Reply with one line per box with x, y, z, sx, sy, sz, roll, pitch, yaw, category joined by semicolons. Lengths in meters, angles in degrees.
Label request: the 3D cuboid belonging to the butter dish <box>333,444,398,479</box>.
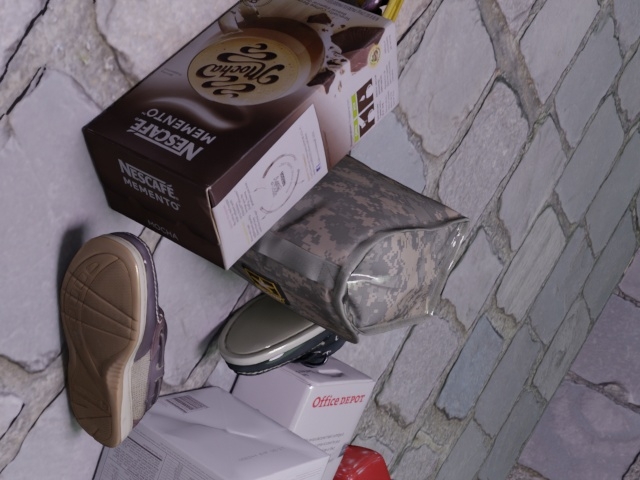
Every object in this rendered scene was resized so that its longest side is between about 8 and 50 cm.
0.034;0.367;1.838;0.160;0.160;0.118;-21;108;-53;butter dish

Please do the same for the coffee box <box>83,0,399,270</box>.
-0.072;-0.129;1.184;0.297;0.168;0.118;-46;148;-30;coffee box

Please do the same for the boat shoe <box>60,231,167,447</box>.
-0.210;0.097;1.223;0.092;0.103;0.285;-40;148;-46;boat shoe

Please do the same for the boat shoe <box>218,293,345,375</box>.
-0.011;0.112;1.537;0.340;0.127;0.113;-41;134;-51;boat shoe

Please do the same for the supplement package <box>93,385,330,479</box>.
-0.155;0.348;1.411;0.199;0.198;0.262;-1;114;-57;supplement package

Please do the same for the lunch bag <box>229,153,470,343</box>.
0.000;0.000;1.340;0.287;0.235;0.169;-7;122;-58;lunch bag

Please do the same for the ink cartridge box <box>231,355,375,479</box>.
-0.058;0.295;1.623;0.198;0.115;0.272;9;106;-61;ink cartridge box

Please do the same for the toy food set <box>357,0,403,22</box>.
0.036;-0.238;1.364;0.128;0.071;0.217;106;9;-78;toy food set
